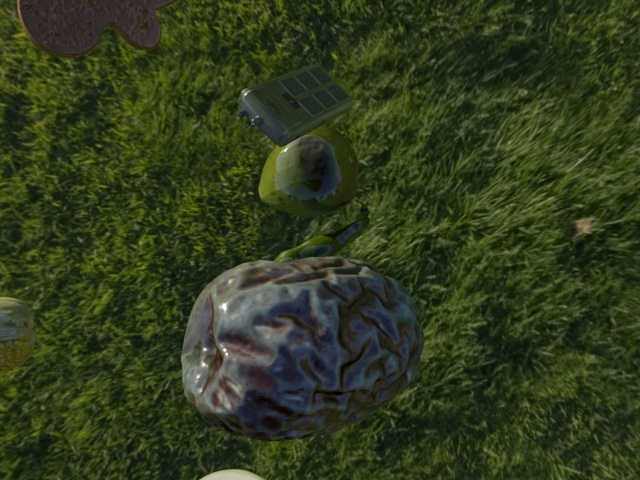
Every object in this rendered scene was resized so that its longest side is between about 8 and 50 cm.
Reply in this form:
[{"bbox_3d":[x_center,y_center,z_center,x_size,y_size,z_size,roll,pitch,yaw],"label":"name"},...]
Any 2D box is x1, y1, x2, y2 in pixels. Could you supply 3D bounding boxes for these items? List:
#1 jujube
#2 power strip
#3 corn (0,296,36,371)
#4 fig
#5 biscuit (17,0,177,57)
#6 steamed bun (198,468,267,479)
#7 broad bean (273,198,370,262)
[{"bbox_3d":[-0.010,0.129,0.676,0.226,0.317,0.226,-3,86,50],"label":"jujube"},{"bbox_3d":[-0.028,-0.160,0.627,0.076,0.169,0.028,46,134,3],"label":"power strip"},{"bbox_3d":[-0.573,0.146,0.756,0.305,0.123,0.122,-4,113,-28],"label":"corn"},{"bbox_3d":[-0.029,-0.155,1.208,0.230,0.207,0.207,-5,90,-4],"label":"fig"},{"bbox_3d":[-0.240,-0.304,0.624,0.250,0.036,0.165,-51,120,-22],"label":"biscuit"},{"bbox_3d":[-0.112,0.722,1.115,0.290,0.371,0.456,-23,54,-8],"label":"steamed bun"},{"bbox_3d":[0.009,0.003,1.209,0.098,0.318,0.056,20,134,37],"label":"broad bean"}]
